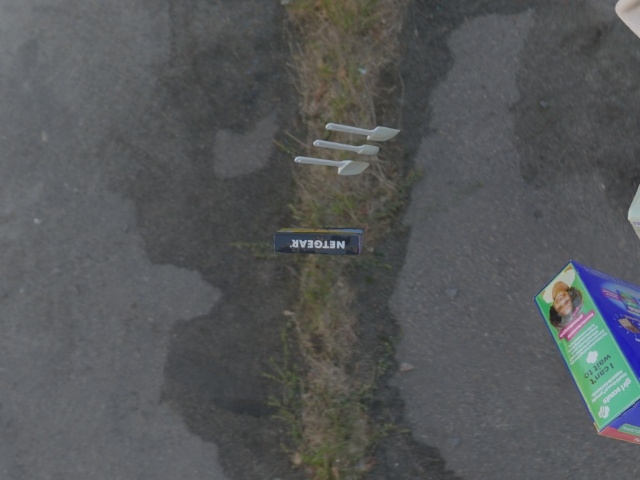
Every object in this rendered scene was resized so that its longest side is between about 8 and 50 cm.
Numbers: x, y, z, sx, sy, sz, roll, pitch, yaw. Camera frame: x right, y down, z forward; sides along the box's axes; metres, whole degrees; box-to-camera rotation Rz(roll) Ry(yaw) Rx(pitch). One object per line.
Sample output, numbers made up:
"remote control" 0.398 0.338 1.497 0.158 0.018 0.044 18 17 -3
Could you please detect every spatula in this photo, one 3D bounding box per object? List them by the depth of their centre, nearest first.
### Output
"spatula" 0.061 -0.212 1.840 0.168 0.242 0.019 -42 64 35

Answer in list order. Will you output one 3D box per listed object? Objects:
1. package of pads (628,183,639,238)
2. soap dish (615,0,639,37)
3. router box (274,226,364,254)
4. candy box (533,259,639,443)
"package of pads" 0.661 -0.124 1.273 0.229 0.101 0.296 1 53 47
"soap dish" 0.444 -0.238 0.791 0.229 0.291 0.118 44 93 2
"router box" 0.000 0.000 1.665 0.179 0.133 0.046 1 97 6
"candy box" 0.563 0.210 1.402 0.122 0.268 0.317 -56 28 30
